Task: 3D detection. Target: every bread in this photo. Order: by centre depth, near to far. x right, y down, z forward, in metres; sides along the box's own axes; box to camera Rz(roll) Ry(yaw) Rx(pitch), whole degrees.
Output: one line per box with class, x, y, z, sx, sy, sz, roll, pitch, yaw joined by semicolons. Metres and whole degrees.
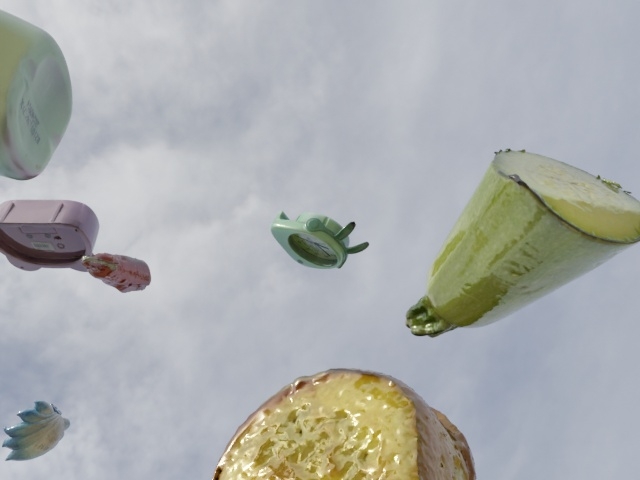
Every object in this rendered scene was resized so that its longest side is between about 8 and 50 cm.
bread;0.029;0.362;0.728;0.398;0.398;0.215;-34;-58;-6

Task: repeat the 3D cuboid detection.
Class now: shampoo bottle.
shampoo bottle;-0.464;-0.190;0.542;0.350;0.222;0.151;17;-113;-8

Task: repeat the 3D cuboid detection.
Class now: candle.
candle;-0.277;0.044;0.709;0.048;0.162;0.053;31;-97;12

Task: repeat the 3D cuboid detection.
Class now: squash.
squash;0.173;0.015;0.513;0.138;0.287;0.137;6;-121;-11

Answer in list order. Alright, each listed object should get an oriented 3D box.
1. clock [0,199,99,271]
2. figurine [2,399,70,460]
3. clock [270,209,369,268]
clock;-0.399;-0.006;0.763;0.153;0.050;0.110;1;-42;4
figurine;-0.495;0.335;0.894;0.114;0.079;0.114;-37;-33;-30
clock;0.000;0.000;0.747;0.101;0.135;0.041;54;-127;-39
